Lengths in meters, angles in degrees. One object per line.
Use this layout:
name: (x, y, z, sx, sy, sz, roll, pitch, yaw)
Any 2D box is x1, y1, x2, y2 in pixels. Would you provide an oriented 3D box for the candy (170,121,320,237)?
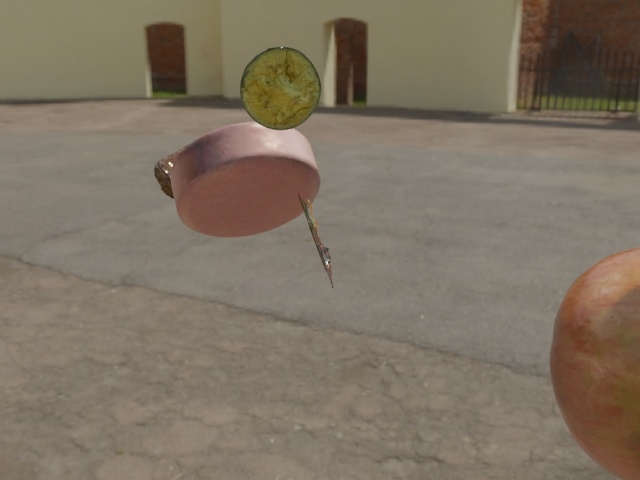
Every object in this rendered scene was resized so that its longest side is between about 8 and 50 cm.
candy: (-0.118, -0.095, 1.266, 0.255, 0.094, 0.255, -13, -27, -7)

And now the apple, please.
apple: (0.522, 0.182, 1.096, 0.364, 0.364, 0.364, 0, 14, 0)

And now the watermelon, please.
watermelon: (-0.055, -0.196, 0.989, 0.105, 0.105, 0.062, -3, 13, -14)

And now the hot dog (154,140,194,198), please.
hot dog: (-0.246, -0.131, 1.443, 0.147, 0.099, 0.065, -40, 3, -33)

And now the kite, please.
kite: (0.000, 0.000, 1.098, 0.010, 0.159, 0.190, -20, -31, 3)
